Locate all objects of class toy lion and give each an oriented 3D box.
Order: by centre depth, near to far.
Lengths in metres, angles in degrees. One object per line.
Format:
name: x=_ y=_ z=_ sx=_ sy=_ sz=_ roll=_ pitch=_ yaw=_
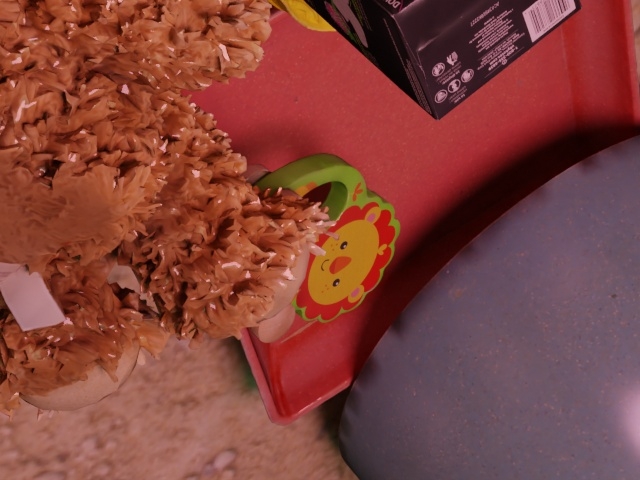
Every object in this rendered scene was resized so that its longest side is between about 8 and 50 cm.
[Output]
toy lion: x=0.000 y=0.000 z=0.844 sx=0.096 sy=0.034 sz=0.100 roll=-24 pitch=136 yaw=-33

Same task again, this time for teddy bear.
teddy bear: x=-0.133 y=-0.046 z=0.684 sx=0.245 sy=0.113 sz=0.338 roll=-36 pitch=134 yaw=29

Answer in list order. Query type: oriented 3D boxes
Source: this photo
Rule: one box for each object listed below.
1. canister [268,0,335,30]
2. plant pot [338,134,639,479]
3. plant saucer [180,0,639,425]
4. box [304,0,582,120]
canister: x=-0.013 y=-0.168 z=0.647 sx=0.126 sy=0.170 sz=0.073 roll=-43 pitch=140 yaw=-2
plant pot: x=0.183 y=0.108 z=0.985 sx=0.290 sy=0.195 sz=0.290 roll=-30 pitch=151 yaw=-18
plant saucer: x=0.045 y=-0.059 z=0.888 sx=0.258 sy=0.048 sz=0.259 roll=-32 pitch=138 yaw=-14
box: x=0.029 y=-0.091 z=0.549 sx=0.062 sy=0.083 sz=0.052 roll=-38 pitch=141 yaw=-8
